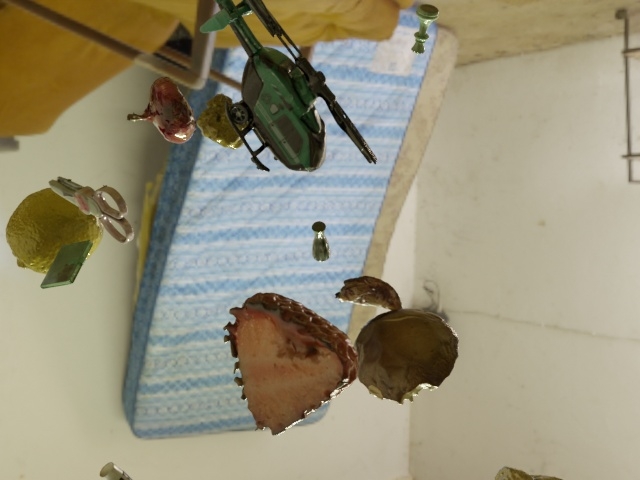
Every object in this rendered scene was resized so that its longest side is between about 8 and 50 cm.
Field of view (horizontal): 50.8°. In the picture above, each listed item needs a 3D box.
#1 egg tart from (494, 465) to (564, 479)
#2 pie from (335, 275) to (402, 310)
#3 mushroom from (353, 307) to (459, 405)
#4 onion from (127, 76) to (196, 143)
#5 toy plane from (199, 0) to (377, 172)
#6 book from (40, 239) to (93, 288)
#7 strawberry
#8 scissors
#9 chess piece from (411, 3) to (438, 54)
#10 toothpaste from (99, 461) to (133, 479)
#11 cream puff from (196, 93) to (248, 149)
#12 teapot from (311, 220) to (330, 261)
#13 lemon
[{"bbox_3d":[0.389,0.483,1.088,0.094,0.279,0.279,-29,-171,-10],"label":"egg tart"},{"bbox_3d":[0.117,0.128,1.638,0.169,0.092,0.034,5,-151,13],"label":"pie"},{"bbox_3d":[0.199,0.261,1.537,0.232,0.208,0.301,-3,170,11],"label":"mushroom"},{"bbox_3d":[-0.356,-0.276,1.488,0.140,0.150,0.150,-25,-167,-21],"label":"onion"},{"bbox_3d":[-0.071,-0.241,1.002,0.155,0.382,0.106,-23,-162,31],"label":"toy plane"},{"bbox_3d":[-0.624,0.057,1.665,0.103,0.135,0.017,-10,134,23],"label":"book"},{"bbox_3d":[-0.046,0.201,1.273,0.150,0.254,0.280,-9,155,-49],"label":"strawberry"},{"bbox_3d":[-0.451,-0.076,1.313,0.242,0.118,0.030,23,-136,32],"label":"scissors"},{"bbox_3d":[0.191,-0.391,1.261,0.042,0.093,0.042,6,-135,-6],"label":"chess piece"},{"bbox_3d":[-0.498,0.657,1.779,0.071,0.194,0.045,-3,-137,46],"label":"toothpaste"},{"bbox_3d":[-0.250,-0.317,1.787,0.146,0.116,0.146,25,-166,-7],"label":"cream puff"},{"bbox_3d":[0.000,0.000,1.459,0.042,0.043,0.111,1,145,3],"label":"teapot"},{"bbox_3d":[-0.833,-0.037,2.131,0.268,0.322,0.268,32,156,16],"label":"lemon"}]
